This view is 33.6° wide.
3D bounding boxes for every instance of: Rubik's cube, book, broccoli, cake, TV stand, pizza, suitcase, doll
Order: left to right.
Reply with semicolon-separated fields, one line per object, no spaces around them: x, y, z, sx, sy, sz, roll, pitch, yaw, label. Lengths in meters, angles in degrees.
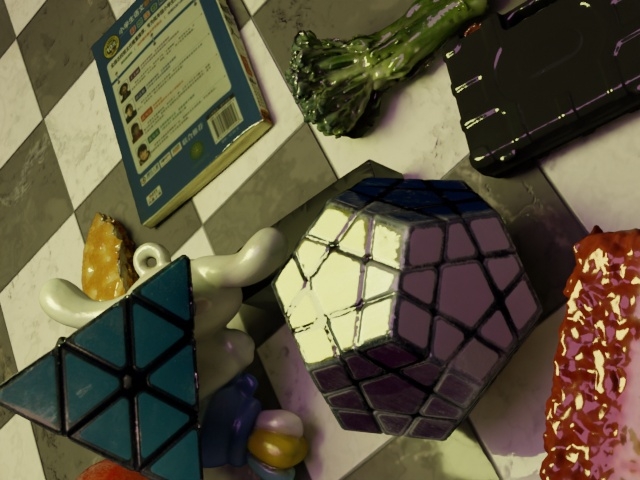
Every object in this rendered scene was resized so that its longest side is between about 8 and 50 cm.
-0.265;0.178;1.332;0.229;0.233;0.228;-100;8;-50;Rubik's cube
-0.347;0.062;1.769;0.127;0.058;0.246;-46;50;22;pizza
-0.250;-0.269;1.803;0.300;0.039;0.428;-38;55;26;book
-0.189;0.179;1.452;0.376;0.187;0.366;-14;92;41;doll
0.000;0.000;1.473;0.269;0.082;0.088;-34;57;29;TV stand
0.095;-0.267;1.455;0.304;0.145;0.165;-29;63;17;broccoli
0.100;0.074;1.234;0.319;0.319;0.264;22;118;43;Rubik's cube
0.292;-0.218;1.298;0.285;0.066;0.206;-28;60;32;suitcase
0.398;0.148;0.949;0.319;0.269;0.270;6;80;43;cake

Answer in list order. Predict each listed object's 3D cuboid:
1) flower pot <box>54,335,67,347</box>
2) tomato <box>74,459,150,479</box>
-0.361;0.239;1.694;0.229;0.103;0.108;22;91;44;flower pot
-0.306;0.399;1.559;0.167;0.167;0.167;-14;67;37;tomato
